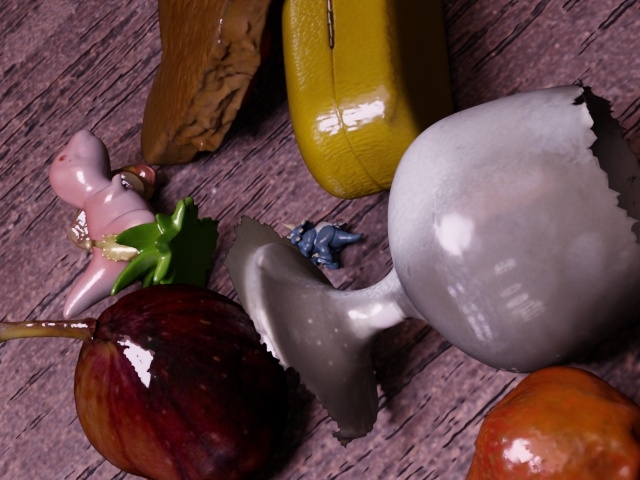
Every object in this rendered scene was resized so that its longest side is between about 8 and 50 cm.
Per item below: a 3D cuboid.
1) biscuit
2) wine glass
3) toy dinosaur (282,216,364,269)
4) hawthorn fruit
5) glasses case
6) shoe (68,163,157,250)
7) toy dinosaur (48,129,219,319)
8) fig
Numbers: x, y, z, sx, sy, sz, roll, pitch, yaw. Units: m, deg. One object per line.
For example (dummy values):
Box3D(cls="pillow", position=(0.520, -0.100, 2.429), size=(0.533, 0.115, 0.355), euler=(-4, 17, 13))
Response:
Box3D(cls="biscuit", position=(-0.106, -0.284, 1.511), size=(0.368, 0.076, 0.394), euler=(119, 152, -45))
Box3D(cls="wine glass", position=(0.117, 0.013, 1.210), size=(0.323, 0.238, 0.238), euler=(-29, 53, 19))
Box3D(cls="toy dinosaur", position=(0.000, 0.000, 1.413), size=(0.083, 0.030, 0.047), euler=(7, 70, 33))
Box3D(cls="hawthorn fruit", position=(0.250, 0.201, 1.102), size=(0.285, 0.165, 0.165), euler=(19, 74, 15))
Box3D(cls="glasses case", position=(0.036, -0.201, 1.409), size=(0.141, 0.173, 0.371), euler=(-17, 55, 22))
Box3D(cls="shoe", position=(-0.222, -0.038, 1.545), size=(0.072, 0.069, 0.109), euler=(25, 90, 1))
Box3D(cls="toy dinosaur", position=(-0.208, -0.010, 1.440), size=(0.177, 0.152, 0.194), euler=(11, 86, 19))
Box3D(cls="fig", position=(-0.140, 0.110, 1.298), size=(0.203, 0.249, 0.186), euler=(32, 73, 38))
